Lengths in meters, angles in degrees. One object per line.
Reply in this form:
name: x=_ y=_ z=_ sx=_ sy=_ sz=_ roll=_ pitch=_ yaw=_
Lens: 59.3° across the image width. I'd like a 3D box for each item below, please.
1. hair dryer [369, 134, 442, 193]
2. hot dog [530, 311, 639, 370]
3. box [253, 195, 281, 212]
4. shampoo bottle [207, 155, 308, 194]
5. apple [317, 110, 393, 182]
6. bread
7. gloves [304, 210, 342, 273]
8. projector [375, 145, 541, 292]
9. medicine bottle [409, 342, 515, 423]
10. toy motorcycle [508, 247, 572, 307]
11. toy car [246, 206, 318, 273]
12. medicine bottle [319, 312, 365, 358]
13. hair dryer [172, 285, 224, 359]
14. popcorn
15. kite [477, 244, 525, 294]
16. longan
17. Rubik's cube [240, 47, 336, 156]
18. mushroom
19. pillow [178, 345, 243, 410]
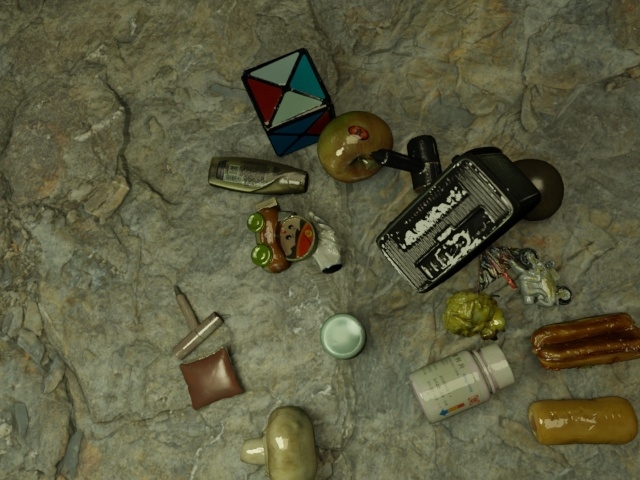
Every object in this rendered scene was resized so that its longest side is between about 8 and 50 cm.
hair dryer: x=0.271 y=-0.272 z=1.828 sx=0.107 sy=0.352 sz=0.189 roll=-18 pitch=73 yaw=41
hot dog: x=0.824 y=0.321 z=1.734 sx=0.349 sy=0.117 sz=0.158 roll=-10 pitch=50 yaw=-3
box: x=-0.187 y=-0.114 z=1.964 sx=0.083 sy=0.079 sz=0.035 roll=-22 pitch=77 yaw=0
shampoo bottle: x=-0.218 y=-0.226 z=1.990 sx=0.350 sy=0.084 sz=0.125 roll=6 pitch=81 yaw=8
apple: x=0.114 y=-0.315 z=1.891 sx=0.261 sy=0.261 sz=0.194 roll=-19 pitch=53 yaw=2
bread: x=0.796 y=0.550 z=1.705 sx=0.305 sy=0.091 sz=0.142 roll=-5 pitch=72 yaw=5
gloves: x=0.001 y=0.004 z=1.910 sx=0.119 sy=0.097 sz=0.229 roll=-21 pitch=81 yaw=-2
projector: x=0.408 y=-0.070 z=1.654 sx=0.395 sy=0.405 sz=0.242 roll=-45 pitch=76 yaw=29
medicine bottle: x=0.434 y=0.433 z=1.728 sx=0.293 sy=0.170 sz=0.170 roll=-23 pitch=76 yaw=2
toy motorcycle: x=0.699 y=0.138 z=1.811 sx=0.151 sy=0.074 sz=0.228 roll=-40 pitch=86 yaw=-8
toy car: x=-0.116 y=-0.011 z=1.881 sx=0.235 sy=0.145 sz=0.235 roll=-2 pitch=81 yaw=16
medicine bottle: x=0.076 y=0.305 z=1.769 sx=0.139 sy=0.225 sz=0.139 roll=-1 pitch=78 yaw=6
hair dryer: x=-0.472 y=0.265 z=1.931 sx=0.195 sy=0.053 sz=0.220 roll=-43 pitch=76 yaw=-3
popcorn: x=0.489 y=0.228 z=1.772 sx=0.195 sy=0.168 sz=0.173 roll=5 pitch=41 yaw=-3
kite: x=0.586 y=0.089 z=1.866 sx=0.232 sy=0.009 sz=0.189 roll=-37 pitch=78 yaw=-1
longan: x=0.681 y=-0.168 z=1.821 sx=0.212 sy=0.198 sz=0.198 roll=33 pitch=83 yaw=35
Rubik's cube: x=-0.100 y=-0.470 z=1.944 sx=0.248 sy=0.246 sz=0.250 roll=-24 pitch=76 yaw=0
mushroom: x=-0.130 y=0.641 z=1.721 sx=0.234 sy=0.254 sz=0.260 roll=-5 pitch=36 yaw=-3
pillow: x=-0.363 y=0.458 z=1.865 sx=0.179 sy=0.075 sz=0.171 roll=-22 pitch=82 yaw=4
